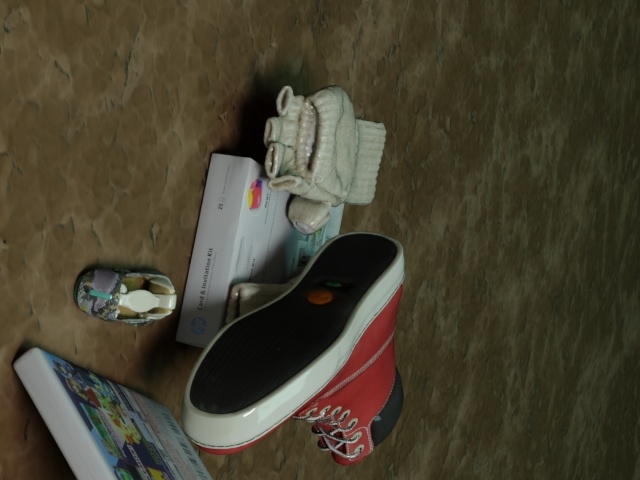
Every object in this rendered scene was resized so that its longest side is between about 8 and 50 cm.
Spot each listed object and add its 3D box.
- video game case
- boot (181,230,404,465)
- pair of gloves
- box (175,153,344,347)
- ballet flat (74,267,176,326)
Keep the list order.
[{"bbox_3d":[-0.098,0.168,0.887,0.023,0.201,0.183,-38,153,5],"label":"video game case"},{"bbox_3d":[-0.008,0.124,1.025,0.244,0.088,0.176,-40,136,-47],"label":"boot"},{"bbox_3d":[0.000,0.000,1.106,0.204,0.042,0.240,22,78,-65],"label":"pair of gloves"},{"bbox_3d":[-0.043,0.021,1.116,0.186,0.038,0.145,20,79,-67],"label":"box"},{"bbox_3d":[-0.120,0.040,0.946,0.114,0.041,0.041,7,91,-67],"label":"ballet flat"}]
